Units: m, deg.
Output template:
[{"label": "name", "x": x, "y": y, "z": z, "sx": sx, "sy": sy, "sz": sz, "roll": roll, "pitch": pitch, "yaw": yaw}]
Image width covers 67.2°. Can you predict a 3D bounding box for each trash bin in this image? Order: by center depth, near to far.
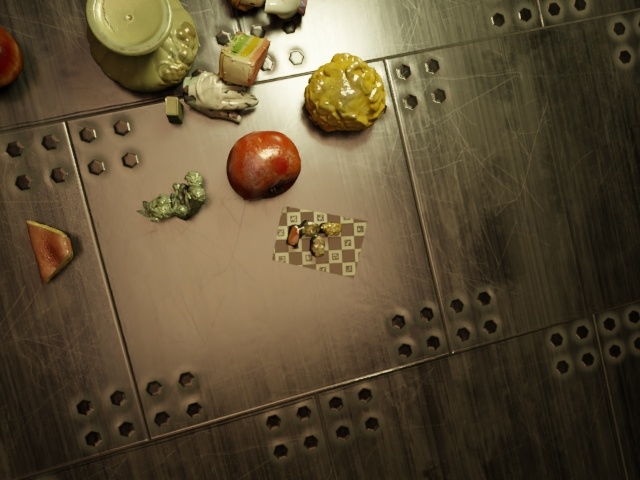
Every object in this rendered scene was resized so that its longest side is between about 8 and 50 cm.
[{"label": "trash bin", "x": -0.432, "y": -0.385, "z": 1.424, "sx": 0.043, "sy": 0.092, "sz": 0.060, "roll": 1, "pitch": 91, "yaw": -10}]

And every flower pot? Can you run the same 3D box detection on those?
[{"label": "flower pot", "x": -0.500, "y": -0.576, "z": 1.337, "sx": 0.308, "sy": 0.244, "sz": 0.307, "roll": 0, "pitch": 93, "yaw": -8}]

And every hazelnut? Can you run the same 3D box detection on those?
[{"label": "hazelnut", "x": -0.930, "y": -0.497, "z": 1.313, "sx": 0.204, "sy": 0.178, "sz": 0.177, "roll": -27, "pitch": 95, "yaw": -7}]

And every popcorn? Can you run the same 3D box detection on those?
[{"label": "popcorn", "x": 0.072, "y": -0.442, "z": 1.455, "sx": 0.251, "sy": 0.190, "sz": 0.249, "roll": -1, "pitch": 104, "yaw": -6}]

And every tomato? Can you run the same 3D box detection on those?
[{"label": "tomato", "x": -0.170, "y": -0.225, "z": 1.407, "sx": 0.232, "sy": 0.232, "sz": 0.188, "roll": -27, "pitch": 81, "yaw": -7}]

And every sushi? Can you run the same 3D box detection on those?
[{"label": "sushi", "x": 0.000, "y": 0.000, "z": 1.520, "sx": 0.280, "sy": 0.043, "sz": 0.192, "roll": 13, "pitch": 89, "yaw": -8}]

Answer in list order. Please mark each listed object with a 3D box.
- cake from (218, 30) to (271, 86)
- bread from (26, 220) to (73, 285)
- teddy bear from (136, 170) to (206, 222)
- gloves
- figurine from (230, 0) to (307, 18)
[{"label": "cake", "x": -0.226, "y": -0.542, "z": 1.433, "sx": 0.110, "sy": 0.225, "sz": 0.090, "roll": 15, "pitch": 132, "yaw": -3}, {"label": "bread", "x": -0.774, "y": 0.027, "z": 1.397, "sx": 0.119, "sy": 0.067, "sz": 0.192, "roll": -11, "pitch": 92, "yaw": 0}, {"label": "teddy bear", "x": -0.422, "y": -0.111, "z": 1.435, "sx": 0.213, "sy": 0.133, "sz": 0.111, "roll": -24, "pitch": 139, "yaw": 11}, {"label": "gloves", "x": -0.293, "y": -0.431, "z": 1.440, "sx": 0.213, "sy": 0.111, "sz": 0.127, "roll": 4, "pitch": 86, "yaw": -1}, {"label": "figurine", "x": -0.165, "y": -0.750, "z": 1.436, "sx": 0.264, "sy": 0.142, "sz": 0.189, "roll": 11, "pitch": 58, "yaw": -7}]
